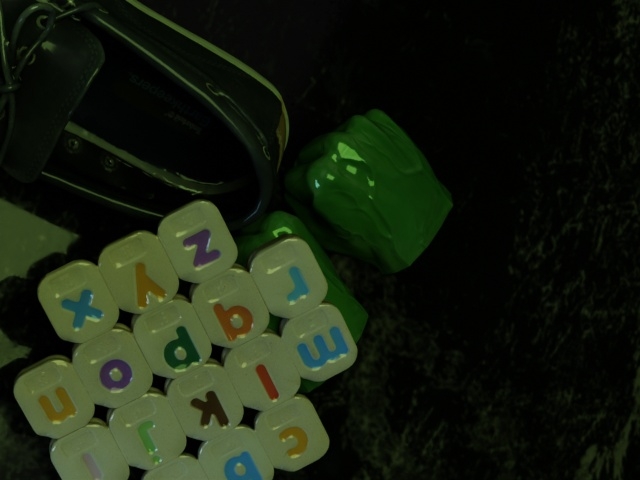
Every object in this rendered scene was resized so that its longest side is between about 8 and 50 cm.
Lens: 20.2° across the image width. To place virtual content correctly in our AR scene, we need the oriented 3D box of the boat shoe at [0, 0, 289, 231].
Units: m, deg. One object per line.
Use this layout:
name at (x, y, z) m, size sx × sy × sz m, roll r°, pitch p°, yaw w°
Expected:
boat shoe at (-0.241, -0.145, 1.507) m, size 0.500 × 0.156 × 0.187 m, roll 25°, pitch 117°, yaw -23°

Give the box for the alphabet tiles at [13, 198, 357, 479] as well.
alphabet tiles at (-0.116, 0.111, 1.571) m, size 0.284 × 0.021 × 0.278 m, roll -27°, pitch 114°, yaw -4°

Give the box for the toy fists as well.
toy fists at (0.000, 0.000, 1.669) m, size 0.142 × 0.096 × 0.279 m, roll 49°, pitch 66°, yaw -26°
